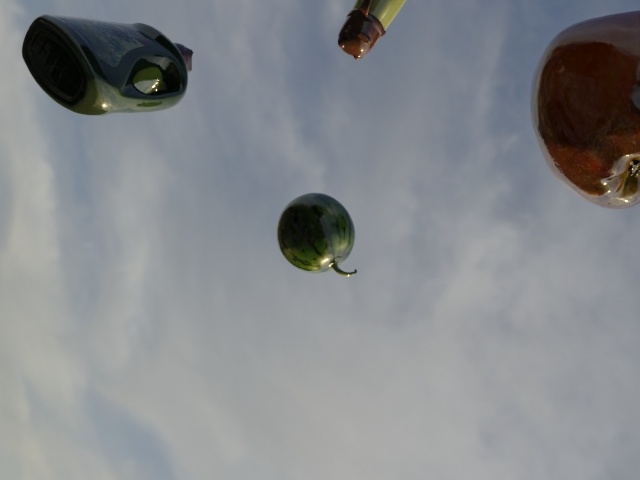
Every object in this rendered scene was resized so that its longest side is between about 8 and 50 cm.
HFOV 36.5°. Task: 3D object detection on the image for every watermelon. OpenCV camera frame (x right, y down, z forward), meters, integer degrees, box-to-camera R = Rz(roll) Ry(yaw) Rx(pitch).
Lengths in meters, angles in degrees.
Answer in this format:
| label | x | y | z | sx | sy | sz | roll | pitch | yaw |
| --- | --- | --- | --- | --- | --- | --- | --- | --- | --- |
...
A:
| label | x | y | z | sx | sy | sz | roll | pitch | yaw |
| --- | --- | --- | --- | --- | --- | --- | --- | --- | --- |
| watermelon | -0.005 | -0.004 | 1.166 | 0.109 | 0.109 | 0.108 | 39 | -41 | 45 |

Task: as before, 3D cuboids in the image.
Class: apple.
| label | x | y | z | sx | sy | sz | roll | pitch | yaw |
| --- | --- | --- | --- | --- | --- | --- | --- | --- | --- |
| apple | 0.359 | -0.149 | 1.148 | 0.230 | 0.230 | 0.229 | 39 | -41 | 45 |

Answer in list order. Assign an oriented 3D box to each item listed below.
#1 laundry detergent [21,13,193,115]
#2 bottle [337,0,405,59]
| label | x | y | z | sx | sy | sz | roll | pitch | yaw |
| --- | --- | --- | --- | --- | --- | --- | --- | --- | --- |
| laundry detergent | -0.212 | -0.194 | 1.086 | 0.144 | 0.222 | 0.078 | 45 | -62 | 21 |
| bottle | 0.050 | -0.226 | 0.955 | 0.047 | 0.101 | 0.063 | 19 | -19 | 41 |
